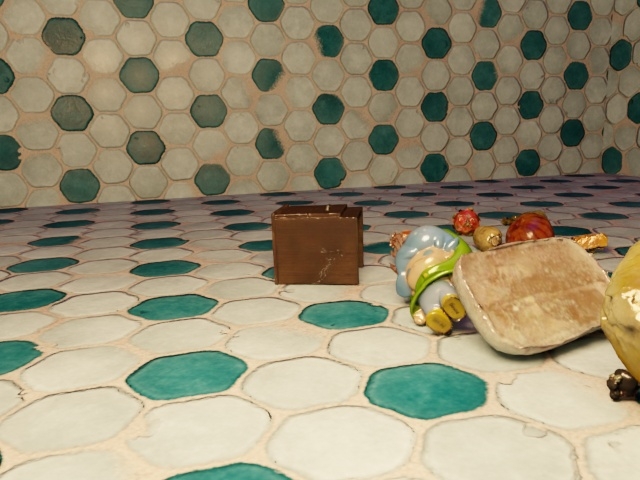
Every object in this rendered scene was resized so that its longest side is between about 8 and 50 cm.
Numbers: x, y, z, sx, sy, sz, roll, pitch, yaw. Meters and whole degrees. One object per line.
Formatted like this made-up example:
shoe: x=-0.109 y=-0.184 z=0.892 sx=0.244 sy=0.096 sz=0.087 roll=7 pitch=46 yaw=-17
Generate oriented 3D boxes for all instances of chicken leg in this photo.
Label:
chicken leg: x=0.648 y=-0.061 z=1.859 sx=0.093 sy=0.070 sz=0.178 roll=-13 pitch=8 yaw=-22

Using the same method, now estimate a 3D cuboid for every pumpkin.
pumpkin: x=0.718 y=0.008 z=1.537 sx=0.083 sy=0.053 sz=0.074 roll=-13 pitch=-3 yaw=20

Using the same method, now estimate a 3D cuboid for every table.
table: x=0.000 y=0.000 z=1.359 sx=0.193 sy=0.172 sz=0.169 roll=0 pitch=12 yaw=9

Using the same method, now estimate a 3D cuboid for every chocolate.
chocolate: x=0.355 y=0.096 z=0.960 sx=0.303 sy=0.185 sz=0.100 roll=-6 pitch=-29 yaw=-29

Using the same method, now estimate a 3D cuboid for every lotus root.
lotus root: x=0.455 y=-0.004 z=1.571 sx=0.063 sy=0.072 sz=0.152 roll=7 pitch=4 yaw=-10

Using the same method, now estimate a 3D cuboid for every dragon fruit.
dragon fruit: x=0.453 y=-0.052 z=1.795 sx=0.086 sy=0.081 sz=0.116 roll=-2 pitch=-18 yaw=21

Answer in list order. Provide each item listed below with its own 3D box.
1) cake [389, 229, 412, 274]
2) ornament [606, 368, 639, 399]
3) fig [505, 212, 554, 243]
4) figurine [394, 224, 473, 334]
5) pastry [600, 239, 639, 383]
cake: x=0.220 y=0.041 z=1.320 sx=0.135 sy=0.098 sz=0.287 roll=-7 pitch=14 yaw=-25
ornament: x=0.472 y=0.168 z=0.734 sx=0.203 sy=0.081 sz=0.088 roll=-1 pitch=11 yaw=3
fig: x=0.547 y=-0.006 z=1.490 sx=0.150 sy=0.128 sz=0.128 roll=24 pitch=-8 yaw=-42
figurine: x=0.216 y=0.072 z=1.077 sx=0.143 sy=0.162 sz=0.263 roll=29 pitch=25 yaw=-12
pastry: x=0.495 y=0.091 z=0.648 sx=0.330 sy=0.136 sz=0.329 roll=-9 pitch=37 yaw=7
